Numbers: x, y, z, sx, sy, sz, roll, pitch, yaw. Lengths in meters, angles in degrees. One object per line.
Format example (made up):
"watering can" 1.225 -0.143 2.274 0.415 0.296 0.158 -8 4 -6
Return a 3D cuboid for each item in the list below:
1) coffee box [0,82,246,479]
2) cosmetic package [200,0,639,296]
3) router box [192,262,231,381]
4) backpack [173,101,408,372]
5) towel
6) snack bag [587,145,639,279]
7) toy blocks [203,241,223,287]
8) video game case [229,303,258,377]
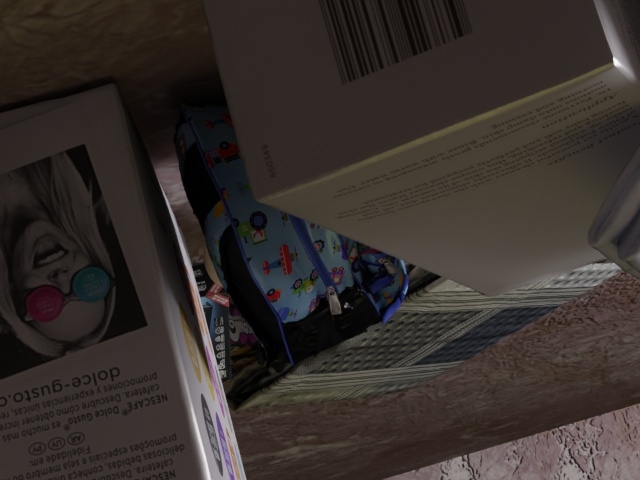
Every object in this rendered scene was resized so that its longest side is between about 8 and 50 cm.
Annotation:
"coffee box" -0.230 0.145 1.158 0.338 0.334 0.337 -15 165 -1
"cosmetic package" 0.103 -0.084 1.003 0.197 0.155 0.365 -21 164 18
"router box" -0.123 0.077 1.498 0.092 0.038 0.122 -12 139 -11
"backpack" -0.022 -0.023 1.129 0.117 0.158 0.173 -23 153 0
"towel" 0.104 0.067 1.692 0.312 0.056 0.324 -34 161 33
"snack bag" 0.281 -0.110 0.980 0.342 0.037 0.323 -58 155 5
"toy blocks" 0.000 0.000 1.400 0.123 0.054 0.148 -27 161 35
"video game case" -0.155 0.116 1.689 0.232 0.042 0.210 -27 162 36
